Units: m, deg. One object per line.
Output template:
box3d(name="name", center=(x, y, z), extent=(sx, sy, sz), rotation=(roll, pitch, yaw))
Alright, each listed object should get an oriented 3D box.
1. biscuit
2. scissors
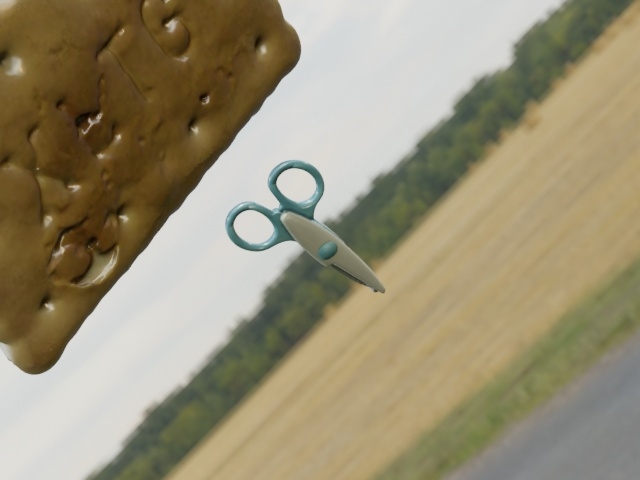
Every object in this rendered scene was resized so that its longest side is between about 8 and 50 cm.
box3d(name="biscuit", center=(-0.146, -0.093, 1.205), extent=(0.044, 0.217, 0.325), rotation=(6, 49, 45))
box3d(name="scissors", center=(0.000, 0.000, 0.988), extent=(0.058, 0.014, 0.119), rotation=(-45, -45, 8))
